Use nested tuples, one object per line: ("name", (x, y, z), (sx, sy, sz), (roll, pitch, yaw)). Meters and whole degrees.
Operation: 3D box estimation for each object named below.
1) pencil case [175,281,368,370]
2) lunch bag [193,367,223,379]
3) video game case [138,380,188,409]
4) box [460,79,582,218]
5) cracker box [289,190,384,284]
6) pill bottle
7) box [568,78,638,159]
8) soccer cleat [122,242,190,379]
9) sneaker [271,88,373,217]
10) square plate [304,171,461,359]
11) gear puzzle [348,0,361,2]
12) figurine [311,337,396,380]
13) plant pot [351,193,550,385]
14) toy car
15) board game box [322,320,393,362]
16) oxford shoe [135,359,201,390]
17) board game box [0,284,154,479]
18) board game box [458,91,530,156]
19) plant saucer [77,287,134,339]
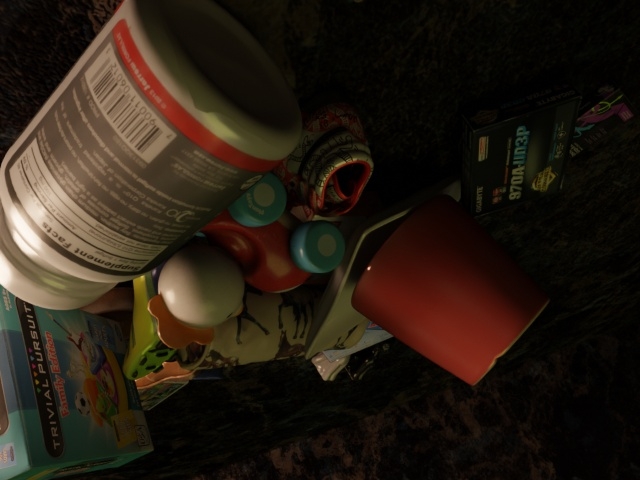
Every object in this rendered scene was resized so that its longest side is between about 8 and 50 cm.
("pencil case", (-0.090, 0.153, 1.075), (0.410, 0.160, 0.183), (1, 100, -36))
("lunch bag", (-0.295, 0.326, 1.346), (0.098, 0.065, 0.067), (10, 159, -36))
("video game case", (-0.496, 0.419, 1.428), (0.201, 0.023, 0.183), (-37, 145, 27))
("box", (0.329, -0.145, 0.881), (0.175, 0.051, 0.220), (-17, 141, 1))
("cracker box", (0.000, 0.000, 0.981), (0.156, 0.067, 0.232), (-1, 144, -31))
("pill bottle", (-0.214, -0.082, 0.583), (0.363, 0.210, 0.210), (-35, 146, 27))
("box", (0.482, -0.208, 0.953), (0.116, 0.029, 0.162), (14, 138, -44))
("soccer cleat", (-0.286, 0.117, 0.904), (0.093, 0.121, 0.289), (-10, 133, -54))
("sneaker", (-0.034, -0.078, 0.755), (0.090, 0.145, 0.270), (12, 138, -42))
("square plate", (0.119, 0.037, 0.985), (0.344, 0.049, 0.347), (-29, 151, -41))
("gear puzzle", (0.089, -0.365, 0.455), (0.175, 0.044, 0.339), (9, 140, -39))
("figurine", (0.112, 0.336, 1.592), (0.215, 0.092, 0.209), (14, 129, -42))
("plant pot", (0.231, 0.094, 0.899), (0.275, 0.243, 0.275), (-41, 157, -21))
("toy car", (-0.129, 0.050, 0.719), (0.210, 0.238, 0.219), (39, 157, -26))
("board game box", (0.121, 0.238, 1.431), (0.281, 0.027, 0.145), (-25, 129, 10))
("oxford shoe", (-0.402, 0.310, 1.277), (0.212, 0.076, 0.076), (-15, 115, 7))
("board game box", (-0.398, 0.228, 0.811), (0.079, 0.253, 0.336), (-24, 160, 0))
("board game box", (0.324, -0.181, 0.904), (0.169, 0.033, 0.133), (-28, 149, 15))
("plant saucer", (-0.414, 0.158, 1.035), (0.199, 0.036, 0.198), (-15, 149, -9))
